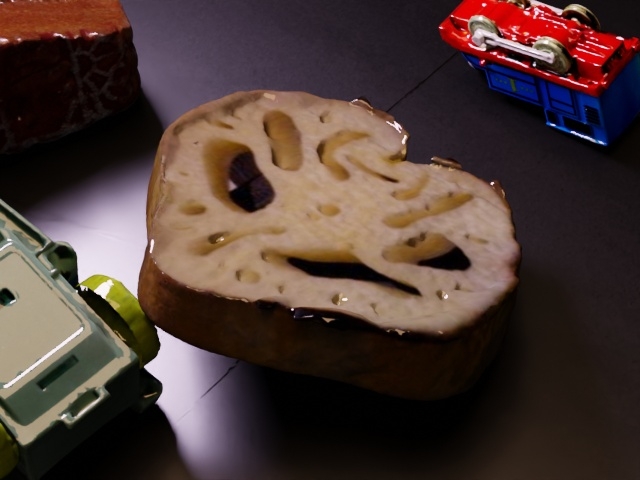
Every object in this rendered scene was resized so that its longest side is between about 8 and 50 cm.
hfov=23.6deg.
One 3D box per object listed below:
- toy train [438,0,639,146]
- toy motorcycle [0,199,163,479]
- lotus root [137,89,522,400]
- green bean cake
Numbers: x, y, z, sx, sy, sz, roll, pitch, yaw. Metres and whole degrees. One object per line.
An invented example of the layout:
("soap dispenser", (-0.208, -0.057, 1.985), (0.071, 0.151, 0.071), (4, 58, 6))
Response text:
("toy train", (0.234, -0.189, 1.607), (0.204, 0.131, 0.083), (26, 63, 36))
("toy motorcycle", (-0.310, 0.073, 1.412), (0.191, 0.200, 0.326), (-38, 69, -23))
("lotus root", (0.000, 0.000, 1.411), (0.375, 0.111, 0.390), (-15, 45, -39))
("green bean cake", (-0.307, -0.185, 1.602), (0.232, 0.198, 0.097), (-19, 54, -15))
